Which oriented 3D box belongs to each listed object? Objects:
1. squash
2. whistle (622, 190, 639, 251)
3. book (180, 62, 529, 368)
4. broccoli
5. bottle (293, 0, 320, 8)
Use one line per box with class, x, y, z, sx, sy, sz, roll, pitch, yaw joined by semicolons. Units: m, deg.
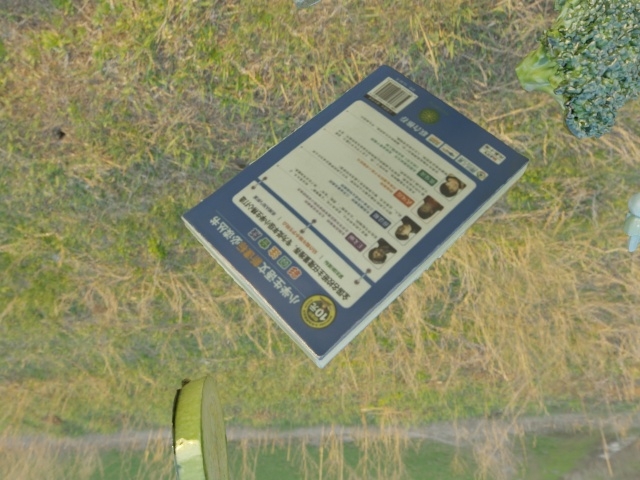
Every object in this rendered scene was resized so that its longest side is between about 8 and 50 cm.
squash;-0.168;0.312;0.724;0.041;0.219;0.219;-12;144;-3
whistle;0.407;-0.025;0.611;0.035;0.035;0.100;-5;131;13
book;0.053;-0.069;0.702;0.300;0.428;0.039;43;163;22
broccoli;0.531;-0.364;0.988;0.248;0.288;0.245;35;180;-15
bottle;-0.063;-0.711;1.168;0.120;0.120;0.253;-20;102;30
